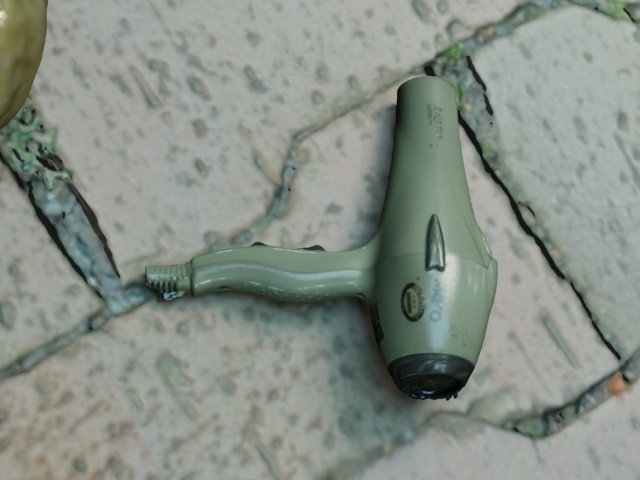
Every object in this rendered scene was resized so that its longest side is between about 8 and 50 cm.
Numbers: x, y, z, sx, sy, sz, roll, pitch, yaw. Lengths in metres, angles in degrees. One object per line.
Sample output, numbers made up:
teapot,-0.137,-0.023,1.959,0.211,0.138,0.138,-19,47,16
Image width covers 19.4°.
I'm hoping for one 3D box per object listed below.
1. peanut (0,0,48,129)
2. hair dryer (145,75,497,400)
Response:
peanut,-0.248,-0.215,1.172,0.158,0.174,0.340,3,77,-9
hair dryer,0.023,-0.021,1.256,0.225,0.088,0.219,20,64,7
